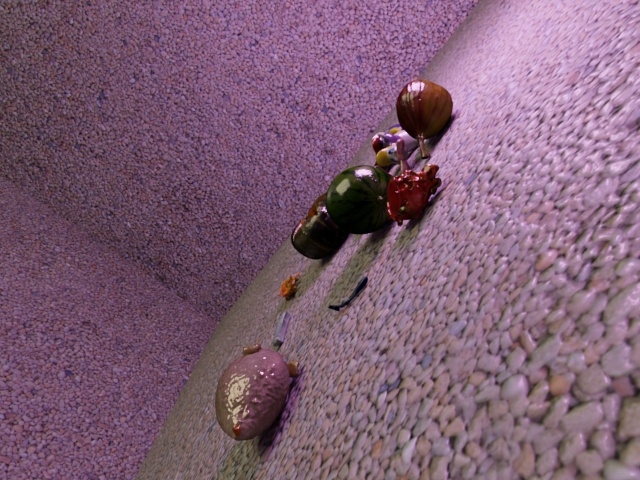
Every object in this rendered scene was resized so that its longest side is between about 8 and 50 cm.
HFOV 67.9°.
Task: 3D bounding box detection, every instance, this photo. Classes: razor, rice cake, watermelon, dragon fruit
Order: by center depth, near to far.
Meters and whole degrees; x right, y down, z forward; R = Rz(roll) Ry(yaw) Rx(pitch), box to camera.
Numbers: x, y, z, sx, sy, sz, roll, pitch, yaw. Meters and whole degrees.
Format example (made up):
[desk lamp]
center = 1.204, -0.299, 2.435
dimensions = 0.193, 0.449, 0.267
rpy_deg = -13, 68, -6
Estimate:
[dragon fruit]
center = 0.264, -0.141, 1.366
dimensions = 0.207, 0.150, 0.133
rpy_deg = -46, 39, 5
[razor]
center = 0.089, 0.162, 1.394
dimensions = 0.154, 0.044, 0.028
rpy_deg = -46, 41, 23
[watermelon]
center = 0.138, -0.135, 1.601
dimensions = 0.242, 0.242, 0.242
rpy_deg = -51, 9, 12
[rice cake]
center = -0.153, 0.349, 1.871
dimensions = 0.043, 0.034, 0.211
rpy_deg = -41, 12, 19

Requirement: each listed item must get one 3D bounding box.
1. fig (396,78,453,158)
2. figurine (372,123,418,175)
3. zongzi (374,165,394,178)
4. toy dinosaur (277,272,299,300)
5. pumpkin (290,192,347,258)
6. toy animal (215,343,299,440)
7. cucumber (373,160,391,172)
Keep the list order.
[fig]
center = 0.383, -0.432, 1.743
dimensions = 0.217, 0.217, 0.320
rpy_deg = -43, 34, 49
[figurine]
center = 0.312, -0.371, 1.929
dimensions = 0.194, 0.154, 0.421
rpy_deg = -7, 22, 22
[zongzi]
center = 0.156, -0.146, 1.923
dimensions = 0.274, 0.125, 0.251
rpy_deg = -63, 13, -19
[toy dinosaur]
center = -0.156, 0.225, 2.260
dimensions = 0.117, 0.070, 0.288
rpy_deg = -51, 5, 14
[pumpkin]
center = 0.014, -0.064, 2.086
dimensions = 0.320, 0.192, 0.320
rpy_deg = -53, 10, 14
[toy animal]
center = -0.186, 0.414, 1.316
dimensions = 0.226, 0.188, 0.358
rpy_deg = -56, 9, 8
[cucumber]
center = 0.263, -0.302, 2.116
dimensions = 0.074, 0.075, 0.241
rpy_deg = -44, 15, 46
